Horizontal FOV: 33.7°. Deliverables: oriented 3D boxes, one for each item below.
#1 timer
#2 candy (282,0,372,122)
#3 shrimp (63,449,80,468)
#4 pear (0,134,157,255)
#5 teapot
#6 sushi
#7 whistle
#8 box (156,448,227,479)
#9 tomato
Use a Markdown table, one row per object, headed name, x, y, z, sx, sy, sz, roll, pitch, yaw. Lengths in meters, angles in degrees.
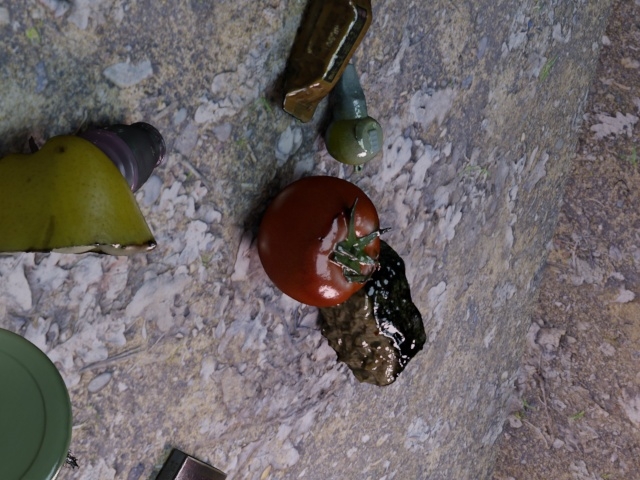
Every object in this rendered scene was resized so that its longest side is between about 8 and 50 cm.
| name | x | y | z | sx | sy | sz | roll | pitch | yaw |
| --- | --- | --- | --- | --- | --- | --- | --- | --- | --- |
| timer | -0.492 | 0.306 | 1.520 | 0.290 | 0.291 | 0.315 | -51 | 170 | -24 |
| candy | 0.003 | -0.348 | 1.963 | 0.143 | 0.101 | 0.271 | 6 | 111 | -64 |
| shrimp | -0.472 | 0.367 | 1.774 | 0.091 | 0.034 | 0.161 | -52 | 142 | -1 |
| pear | -0.365 | -0.060 | 1.488 | 0.267 | 0.267 | 0.177 | -5 | 96 | -56 |
| teapot | -0.303 | -0.114 | 1.630 | 0.146 | 0.116 | 0.148 | -42 | 138 | -55 |
| sushi | 0.107 | 0.159 | 2.366 | 0.171 | 0.211 | 0.350 | -40 | 135 | -30 |
| whistle | 0.055 | -0.244 | 2.129 | 0.123 | 0.123 | 0.223 | -23 | 108 | -49 |
| box | -0.321 | 0.592 | 2.139 | 0.324 | 0.047 | 0.180 | -61 | 149 | -11 |
| tomato | 0.000 | 0.000 | 2.063 | 0.256 | 0.225 | 0.255 | -29 | 131 | -41 |
